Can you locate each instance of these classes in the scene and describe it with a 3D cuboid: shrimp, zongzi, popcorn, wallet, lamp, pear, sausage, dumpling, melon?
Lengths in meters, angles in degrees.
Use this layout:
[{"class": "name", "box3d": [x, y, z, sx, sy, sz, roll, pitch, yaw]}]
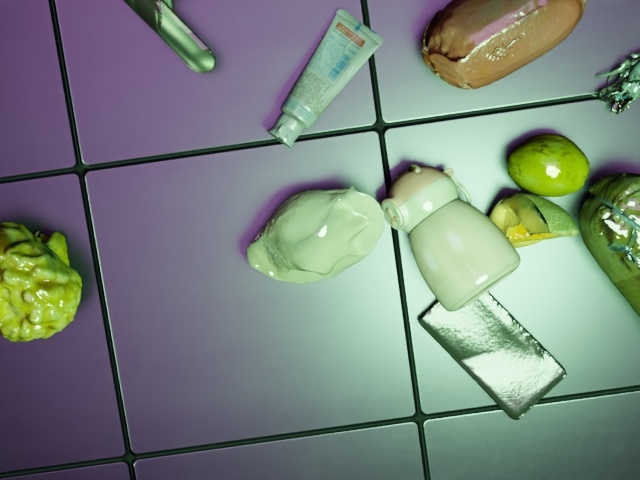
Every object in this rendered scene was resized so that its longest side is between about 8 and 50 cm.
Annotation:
[{"class": "shrimp", "box3d": [0.517, -0.278, 1.834, 0.174, 0.076, 0.082, -42, 74, 5]}, {"class": "zongzi", "box3d": [0.634, -0.025, 1.814, 0.393, 0.174, 0.356, -41, 98, 3]}, {"class": "popcorn", "box3d": [-0.489, 0.068, 1.828, 0.218, 0.189, 0.169, 31, 104, -10]}, {"class": "wallet", "box3d": [0.288, 0.178, 1.917, 0.124, 0.025, 0.244, -45, 95, 4]}, {"class": "lamp", "box3d": [-0.150, -0.410, 1.772, 0.283, 0.124, 0.203, -40, 106, -4]}, {"class": "pear", "box3d": [0.366, -0.121, 1.837, 0.131, 0.107, 0.107, 14, 98, 12]}, {"class": "sausage", "box3d": [0.290, -0.343, 1.786, 0.280, 0.152, 0.152, -32, 97, 2]}, {"class": "dumpling", "box3d": [-0.004, 0.002, 1.857, 0.216, 0.126, 0.166, -42, 123, -4]}, {"class": "melon", "box3d": [0.347, -0.034, 1.845, 0.128, 0.160, 0.079, 2, 79, -28]}]

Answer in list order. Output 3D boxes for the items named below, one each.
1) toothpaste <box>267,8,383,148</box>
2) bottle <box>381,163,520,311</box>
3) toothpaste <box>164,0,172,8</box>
[{"class": "toothpaste", "box3d": [0.001, -0.257, 1.847, 0.089, 0.057, 0.234, 36, 90, -6]}, {"class": "bottle", "box3d": [0.197, -0.017, 1.829, 0.147, 0.147, 0.236, -36, 80, 5]}, {"class": "toothpaste", "box3d": [-0.274, -0.438, 1.827, 0.064, 0.041, 0.218, -14, 95, -9]}]
